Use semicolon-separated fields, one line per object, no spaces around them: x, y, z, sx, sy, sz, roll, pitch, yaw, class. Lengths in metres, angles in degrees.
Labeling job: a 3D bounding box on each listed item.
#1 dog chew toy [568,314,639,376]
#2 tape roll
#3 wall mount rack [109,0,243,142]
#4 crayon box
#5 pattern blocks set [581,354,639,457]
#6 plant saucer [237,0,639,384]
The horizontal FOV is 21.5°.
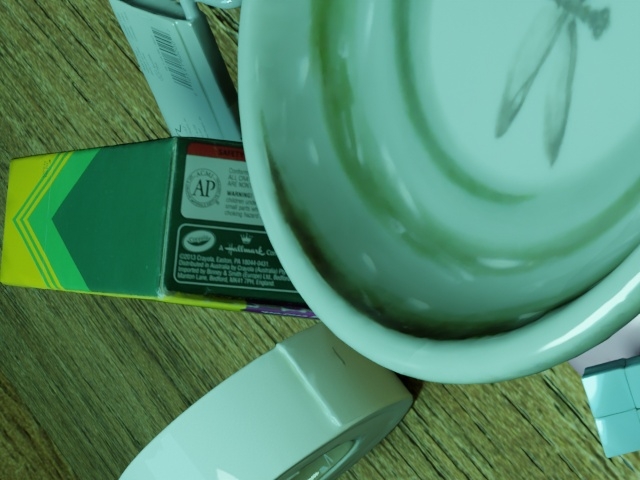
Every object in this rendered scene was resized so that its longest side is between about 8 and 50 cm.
0.261;0.069;0.950;0.332;0.206;0.206;56;158;-16;dog chew toy
-0.051;0.195;1.584;0.100;0.286;0.286;53;156;14;tape roll
-0.099;-0.170;1.427;0.304;0.130;0.350;26;147;45;wall mount rack
0.000;0.000;1.168;0.313;0.363;0.106;3;88;62;crayon box
0.305;0.098;0.809;0.285;0.324;0.026;61;-161;-7;pattern blocks set
0.106;-0.126;0.848;0.400;0.100;0.401;-13;74;51;plant saucer
